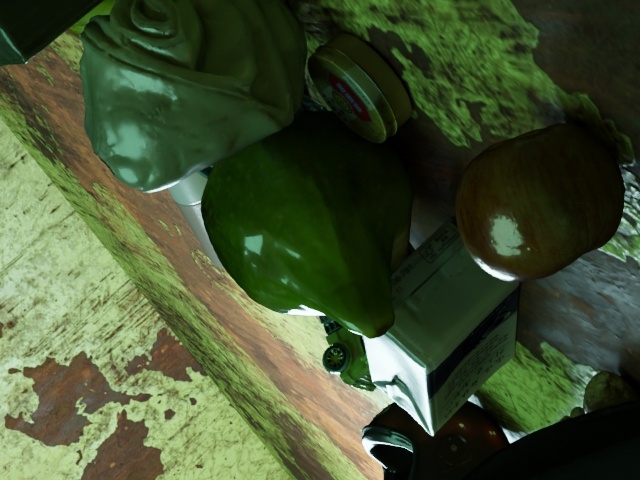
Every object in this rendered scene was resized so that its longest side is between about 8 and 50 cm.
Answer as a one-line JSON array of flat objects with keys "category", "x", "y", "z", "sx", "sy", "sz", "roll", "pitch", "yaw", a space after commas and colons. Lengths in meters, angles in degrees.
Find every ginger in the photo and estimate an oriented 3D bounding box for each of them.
[{"category": "ginger", "x": 0.281, "y": 0.193, "z": 1.365, "sx": 0.133, "sy": 0.059, "sz": 0.214, "roll": 28, "pitch": 158, "yaw": 43}]

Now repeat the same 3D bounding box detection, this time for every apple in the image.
[{"category": "apple", "x": 0.157, "y": -0.028, "z": 1.010, "sx": 0.102, "sy": 0.126, "sz": 0.126, "roll": 65, "pitch": 165, "yaw": -2}]

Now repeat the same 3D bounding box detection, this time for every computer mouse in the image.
[{"category": "computer mouse", "x": 0.232, "y": 0.251, "z": 1.282, "sx": 0.100, "sy": 0.269, "sz": 0.170, "roll": -93, "pitch": -22, "yaw": -65}]

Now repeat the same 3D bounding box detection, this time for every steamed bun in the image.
[{"category": "steamed bun", "x": -0.125, "y": -0.173, "z": 1.246, "sx": 0.144, "sy": 0.218, "sz": 0.211, "roll": 73, "pitch": 176, "yaw": -47}]

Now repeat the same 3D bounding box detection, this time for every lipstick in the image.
[{"category": "lipstick", "x": -0.175, "y": -0.059, "z": 2.029, "sx": 0.070, "sy": 0.070, "sz": 0.254, "roll": 37, "pitch": 163, "yaw": 37}]

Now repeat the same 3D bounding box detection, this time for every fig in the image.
[{"category": "fig", "x": 0.000, "y": 0.000, "z": 1.283, "sx": 0.206, "sy": 0.206, "sz": 0.275, "roll": 58, "pitch": -174, "yaw": -36}]

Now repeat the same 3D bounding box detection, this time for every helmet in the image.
[{"category": "helmet", "x": 0.150, "y": 0.292, "z": 1.748, "sx": 0.216, "sy": 0.193, "sz": 0.189, "roll": 42, "pitch": 161, "yaw": 5}]

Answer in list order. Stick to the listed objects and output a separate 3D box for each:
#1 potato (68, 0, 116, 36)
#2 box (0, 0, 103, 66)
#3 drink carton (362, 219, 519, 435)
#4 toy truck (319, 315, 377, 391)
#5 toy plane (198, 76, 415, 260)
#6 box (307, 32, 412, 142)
[{"category": "potato", "x": -0.261, "y": -0.302, "z": 1.484, "sx": 0.253, "sy": 0.148, "sz": 0.186, "roll": 25, "pitch": -178, "yaw": 44}, {"category": "box", "x": -0.244, "y": -0.290, "z": 1.274, "sx": 0.149, "sy": 0.231, "sz": 0.155, "roll": 53, "pitch": 166, "yaw": -18}, {"category": "drink carton", "x": 0.124, "y": 0.097, "z": 1.419, "sx": 0.102, "sy": 0.134, "sz": 0.222, "roll": 39, "pitch": 164, "yaw": 22}, {"category": "toy truck", "x": 0.049, "y": 0.067, "z": 1.585, "sx": 0.085, "sy": 0.116, "sz": 0.191, "roll": 26, "pitch": -142, "yaw": -52}, {"category": "toy plane", "x": -0.023, "y": -0.072, "z": 1.470, "sx": 0.326, "sy": 0.104, "sz": 0.223, "roll": 44, "pitch": 138, "yaw": 0}, {"category": "box", "x": 0.036, "y": -0.138, "z": 1.249, "sx": 0.105, "sy": 0.037, "sz": 0.105, "roll": 45, "pitch": 166, "yaw": 14}]
